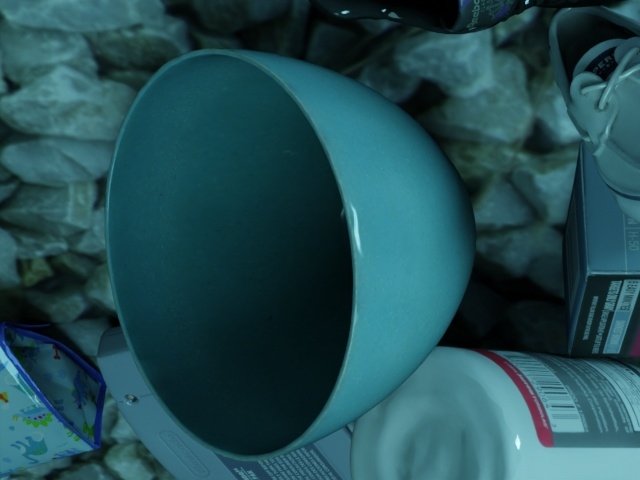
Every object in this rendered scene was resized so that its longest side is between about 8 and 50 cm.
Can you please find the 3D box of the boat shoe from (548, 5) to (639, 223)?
[{"bbox_3d":[0.202,-0.092,1.011,0.095,0.258,0.084,-39,113,8],"label":"boat shoe"}]

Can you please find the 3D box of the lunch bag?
[{"bbox_3d":[-0.286,0.134,1.358,0.129,0.096,0.151,-21,137,22],"label":"lunch bag"}]

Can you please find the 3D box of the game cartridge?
[{"bbox_3d":[-0.066,0.166,1.390,0.196,0.060,0.294,-18,129,22],"label":"game cartridge"}]

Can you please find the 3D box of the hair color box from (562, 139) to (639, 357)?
[{"bbox_3d":[0.378,0.009,1.145,0.374,0.113,0.185,-1,157,4],"label":"hair color box"}]

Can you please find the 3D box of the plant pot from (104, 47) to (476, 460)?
[{"bbox_3d":[0.000,0.000,1.127,0.195,0.290,0.290,-9,145,-41],"label":"plant pot"}]

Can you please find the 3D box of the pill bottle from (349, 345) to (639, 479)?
[{"bbox_3d":[0.191,0.180,1.251,0.318,0.176,0.176,8,141,-44],"label":"pill bottle"}]

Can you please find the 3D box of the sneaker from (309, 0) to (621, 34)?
[{"bbox_3d":[0.125,-0.178,1.022,0.283,0.124,0.107,1,133,3],"label":"sneaker"}]

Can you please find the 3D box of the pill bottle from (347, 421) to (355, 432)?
[{"bbox_3d":[0.110,0.192,1.375,0.108,0.108,0.193,-20,129,21],"label":"pill bottle"}]
